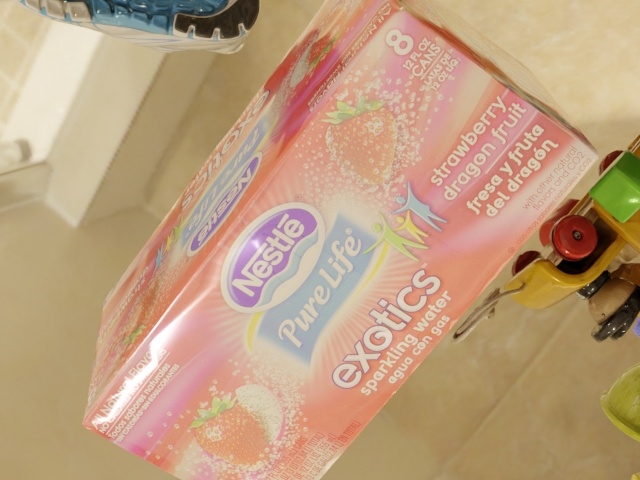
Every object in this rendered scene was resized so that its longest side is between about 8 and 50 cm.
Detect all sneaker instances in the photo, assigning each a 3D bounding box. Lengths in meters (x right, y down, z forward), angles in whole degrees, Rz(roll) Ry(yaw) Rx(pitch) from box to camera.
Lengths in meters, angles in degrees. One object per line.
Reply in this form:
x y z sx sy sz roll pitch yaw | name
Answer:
-0.137 -0.165 0.805 0.191 0.083 0.071 16 78 0 | sneaker

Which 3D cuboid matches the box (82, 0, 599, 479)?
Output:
0.000 0.000 0.687 0.142 0.154 0.300 33 109 -19 | box

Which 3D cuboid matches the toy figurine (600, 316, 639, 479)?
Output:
0.353 0.114 0.959 0.191 0.362 0.217 -1 106 3 | toy figurine

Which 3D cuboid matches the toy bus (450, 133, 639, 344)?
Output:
0.204 0.002 0.733 0.104 0.191 0.202 41 120 6 | toy bus
